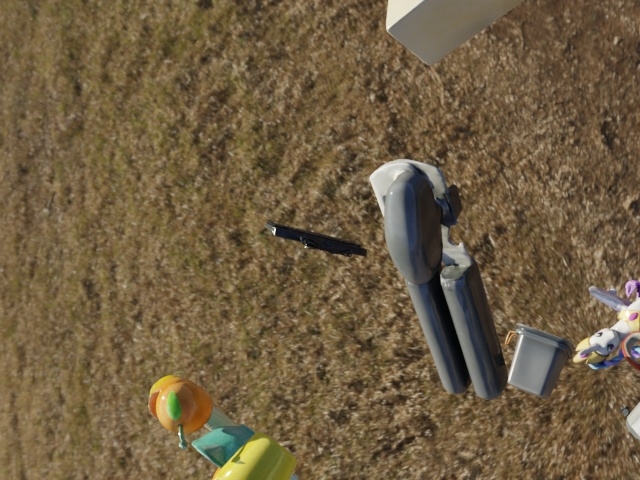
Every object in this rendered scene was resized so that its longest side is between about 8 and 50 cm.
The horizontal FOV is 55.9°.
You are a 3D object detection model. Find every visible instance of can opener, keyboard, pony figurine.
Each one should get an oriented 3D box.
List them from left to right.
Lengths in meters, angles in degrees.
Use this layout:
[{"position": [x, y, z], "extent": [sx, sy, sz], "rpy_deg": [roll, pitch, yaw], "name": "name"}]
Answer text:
[{"position": [0.000, 0.000, 1.772], "extent": [0.201, 0.317, 0.033], "rpy_deg": [36, 111, 59], "name": "keyboard"}, {"position": [0.109, 0.050, 0.568], "extent": [0.074, 0.280, 0.093], "rpy_deg": [2, 40, 39], "name": "can opener"}, {"position": [0.829, 0.183, 1.536], "extent": [0.363, 0.351, 0.303], "rpy_deg": [-51, 59, 28], "name": "pony figurine"}]

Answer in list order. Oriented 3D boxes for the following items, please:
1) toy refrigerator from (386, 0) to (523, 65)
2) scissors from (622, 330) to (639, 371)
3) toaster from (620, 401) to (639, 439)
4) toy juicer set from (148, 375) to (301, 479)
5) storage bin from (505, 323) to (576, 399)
[{"position": [0.207, -0.330, 0.708], "extent": [0.269, 0.094, 0.102], "rpy_deg": [-28, 44, 44], "name": "toy refrigerator"}, {"position": [0.525, 0.196, 0.875], "extent": [0.109, 0.297, 0.021], "rpy_deg": [-39, 100, 20], "name": "scissors"}, {"position": [0.732, 0.370, 1.209], "extent": [0.227, 0.129, 0.146], "rpy_deg": [54, 132, 49], "name": "toaster"}, {"position": [-0.126, 0.257, 0.734], "extent": [0.209, 0.329, 0.089], "rpy_deg": [32, 70, 13], "name": "toy juicer set"}, {"position": [0.333, 0.192, 0.941], "extent": [0.098, 0.135, 0.091], "rpy_deg": [19, 81, 29], "name": "storage bin"}]
